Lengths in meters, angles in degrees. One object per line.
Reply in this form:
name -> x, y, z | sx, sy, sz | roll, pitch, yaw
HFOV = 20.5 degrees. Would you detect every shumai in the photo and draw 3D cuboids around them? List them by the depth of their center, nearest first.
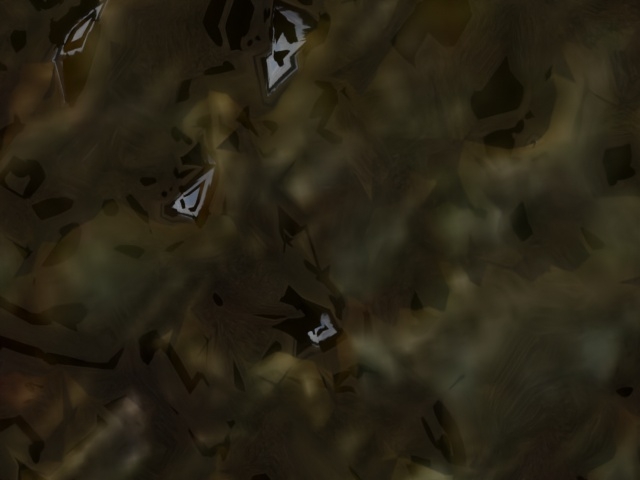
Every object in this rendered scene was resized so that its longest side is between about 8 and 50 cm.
shumai -> 0.000, 0.000, 0.478 | 0.395, 0.348, 0.395 | 0, -91, -9
